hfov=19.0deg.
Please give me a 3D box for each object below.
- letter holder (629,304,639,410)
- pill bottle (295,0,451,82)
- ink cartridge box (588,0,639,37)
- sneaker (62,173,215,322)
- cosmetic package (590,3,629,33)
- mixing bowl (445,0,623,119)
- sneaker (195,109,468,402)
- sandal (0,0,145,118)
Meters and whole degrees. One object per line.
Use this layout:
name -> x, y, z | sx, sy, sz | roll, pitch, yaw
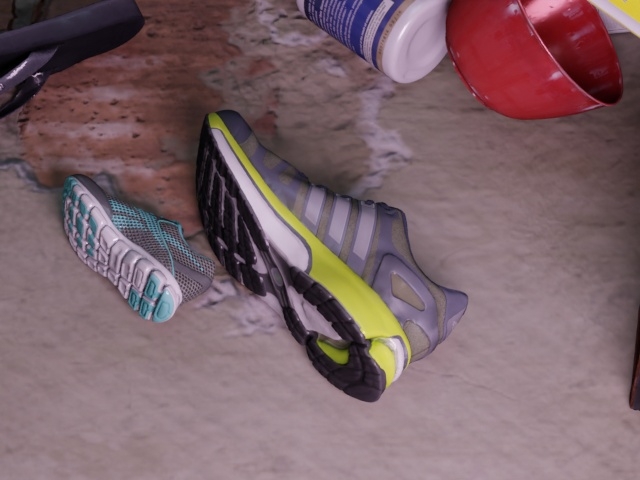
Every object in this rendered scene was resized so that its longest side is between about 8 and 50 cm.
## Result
letter holder -> 0.407, 0.027, 1.493 | 0.302, 0.152, 0.214 | 8, 49, 7
pill bottle -> 0.037, -0.223, 1.734 | 0.094, 0.094, 0.169 | -38, 60, -26
ink cartridge box -> 0.361, -0.219, 1.580 | 0.307, 0.072, 0.303 | 37, 40, -3
sneaker -> -0.151, 0.001, 1.590 | 0.076, 0.065, 0.166 | -22, 55, -36
cosmetic package -> 0.280, -0.302, 1.816 | 0.099, 0.060, 0.239 | -5, 52, -5
mixing bowl -> 0.173, -0.173, 1.667 | 0.098, 0.181, 0.181 | -31, 45, 27
sneaker -> 0.000, 0.000, 1.563 | 0.121, 0.111, 0.300 | -23, 59, -29
sandal -> -0.267, -0.148, 1.687 | 0.255, 0.097, 0.054 | -24, 81, -16
